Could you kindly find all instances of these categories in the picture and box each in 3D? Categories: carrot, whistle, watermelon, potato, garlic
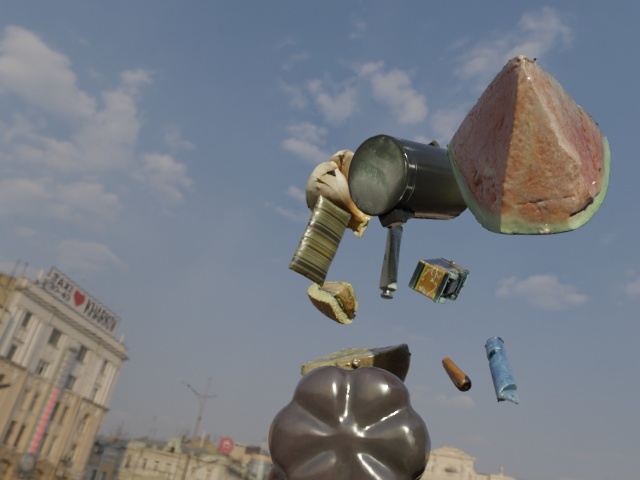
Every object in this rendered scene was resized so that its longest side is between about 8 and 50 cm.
[{"bbox_3d":[0.459,0.454,1.951,0.055,0.055,0.161,25,11,-23],"label":"carrot"},{"bbox_3d":[0.507,0.363,1.611,0.062,0.304,0.062,3,-74,9],"label":"whistle"},{"bbox_3d":[0.314,-0.141,0.966,0.250,0.283,0.292,-29,-65,37],"label":"watermelon"},{"bbox_3d":[0.112,0.405,1.597,0.264,0.189,0.211,-15,-4,39],"label":"potato"},{"bbox_3d":[0.083,-0.187,2.116,0.313,0.286,0.249,47,-5,-27],"label":"garlic"}]

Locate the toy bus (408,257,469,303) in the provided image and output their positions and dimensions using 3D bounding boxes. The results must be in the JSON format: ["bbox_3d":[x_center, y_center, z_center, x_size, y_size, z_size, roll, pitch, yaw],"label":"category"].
[{"bbox_3d":[0.485,0.157,2.328,0.167,0.139,0.275,28,15,29],"label":"toy bus"}]

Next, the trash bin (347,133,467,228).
[{"bbox_3d":[0.246,-0.153,1.500,0.301,0.252,0.203,1,-21,-42],"label":"trash bin"}]

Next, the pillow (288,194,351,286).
[{"bbox_3d":[0.000,0.000,1.417,0.113,0.203,0.038,33,-18,-30],"label":"pillow"}]

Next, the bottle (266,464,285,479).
[{"bbox_3d":[-0.019,0.443,1.124,0.144,0.336,0.144,11,-61,21],"label":"bottle"}]

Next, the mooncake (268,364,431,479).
[{"bbox_3d":[0.041,0.302,0.863,0.245,0.245,0.133,6,-22,10],"label":"mooncake"}]

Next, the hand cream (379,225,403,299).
[{"bbox_3d":[0.207,0.055,1.672,0.050,0.234,0.080,-6,-26,38],"label":"hand cream"}]

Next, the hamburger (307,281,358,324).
[{"bbox_3d":[0.031,0.241,2.221,0.207,0.135,0.155,8,-58,43],"label":"hamburger"}]
